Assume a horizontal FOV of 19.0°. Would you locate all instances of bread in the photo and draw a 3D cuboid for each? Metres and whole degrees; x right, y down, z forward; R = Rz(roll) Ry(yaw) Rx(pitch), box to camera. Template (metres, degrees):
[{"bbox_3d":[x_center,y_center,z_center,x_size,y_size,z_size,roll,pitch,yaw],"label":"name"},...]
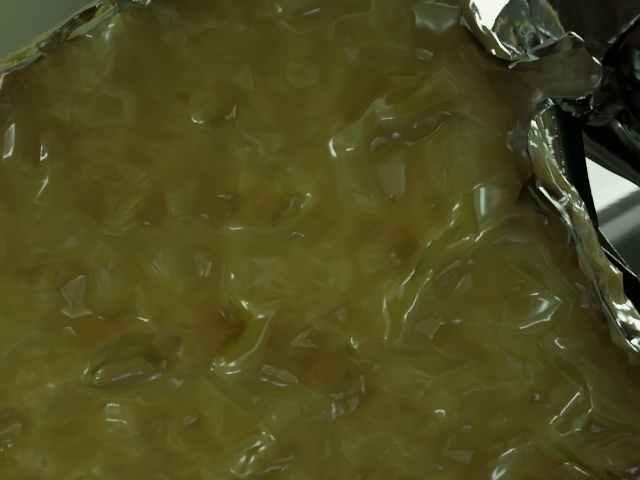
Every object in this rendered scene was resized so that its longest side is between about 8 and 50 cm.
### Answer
[{"bbox_3d":[0.006,0.070,0.395,0.178,0.142,0.266,-30,-79,4],"label":"bread"}]

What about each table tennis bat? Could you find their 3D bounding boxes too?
[{"bbox_3d":[0.162,0.009,1.177,0.154,0.021,0.274,38,-150,-29],"label":"table tennis bat"}]

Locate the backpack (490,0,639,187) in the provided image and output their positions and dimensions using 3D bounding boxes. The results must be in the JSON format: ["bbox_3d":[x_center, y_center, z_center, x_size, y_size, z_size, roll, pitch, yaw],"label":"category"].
[{"bbox_3d":[0.332,-0.077,1.304,0.363,0.446,0.255,11,-63,-35],"label":"backpack"}]
